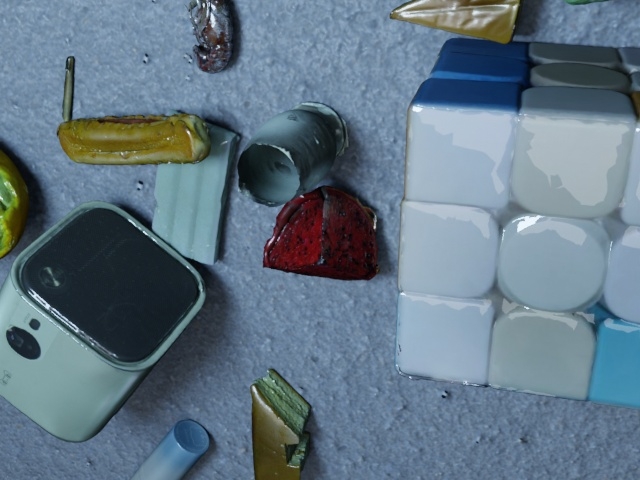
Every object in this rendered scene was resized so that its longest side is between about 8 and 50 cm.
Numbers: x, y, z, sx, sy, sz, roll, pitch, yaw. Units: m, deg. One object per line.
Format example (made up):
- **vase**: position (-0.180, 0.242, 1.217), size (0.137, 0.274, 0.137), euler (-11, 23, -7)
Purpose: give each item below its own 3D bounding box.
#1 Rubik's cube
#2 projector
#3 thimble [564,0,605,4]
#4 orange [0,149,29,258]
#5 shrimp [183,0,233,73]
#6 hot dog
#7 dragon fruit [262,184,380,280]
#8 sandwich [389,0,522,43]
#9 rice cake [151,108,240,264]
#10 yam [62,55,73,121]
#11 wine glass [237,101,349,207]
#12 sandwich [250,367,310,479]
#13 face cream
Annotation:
- **Rubik's cube**: position (0.287, -0.039, 1.037), size (0.347, 0.344, 0.346), euler (8, 117, 11)
- **projector**: position (-0.362, 0.128, 1.328), size (0.249, 0.248, 0.249), euler (39, 130, -3)
- **thimble**: position (0.324, -0.373, 0.940), size (0.150, 0.219, 0.218), euler (-5, 113, 22)
- **orange**: position (-0.568, -0.080, 1.363), size (0.237, 0.158, 0.179), euler (43, 119, -5)
- **shrimp**: position (-0.157, -0.316, 1.196), size (0.065, 0.056, 0.165), euler (1, 112, 22)
- **hot dog**: position (-0.278, -0.153, 1.268), size (0.289, 0.068, 0.083), euler (4, 131, 32)
- **dragon fruit**: position (0.001, -0.002, 1.293), size (0.127, 0.120, 0.161), euler (22, 159, -40)
- **sandwich**: position (0.180, -0.326, 1.084), size (0.163, 0.079, 0.113), euler (15, 115, 11)
- **rice cake**: position (-0.202, -0.079, 1.325), size (0.127, 0.043, 0.237), euler (18, 117, 7)
- **yam**: position (-0.393, -0.235, 1.324), size (0.014, 0.014, 0.107), euler (17, 117, 8)
- **wine glass**: position (-0.038, -0.121, 1.171), size (0.111, 0.204, 0.111), euler (8, 117, 17)
- **sandwich**: position (-0.062, 0.341, 1.456), size (0.089, 0.090, 0.244), euler (5, 113, 18)
- **face cream**: position (-0.297, 0.432, 1.570), size (0.077, 0.077, 0.250), euler (38, 120, -3)
